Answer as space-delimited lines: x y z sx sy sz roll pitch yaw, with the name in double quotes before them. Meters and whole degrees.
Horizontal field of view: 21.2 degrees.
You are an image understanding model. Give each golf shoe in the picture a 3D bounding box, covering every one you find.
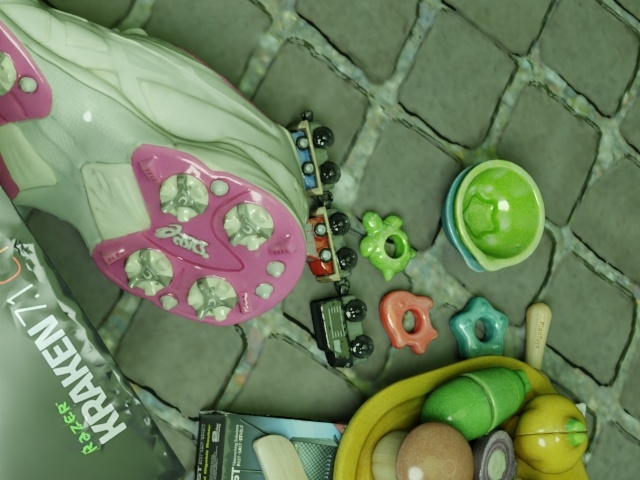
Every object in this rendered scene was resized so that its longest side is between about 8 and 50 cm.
"golf shoe" -0.138 -0.074 0.930 0.306 0.115 0.140 34 32 -11

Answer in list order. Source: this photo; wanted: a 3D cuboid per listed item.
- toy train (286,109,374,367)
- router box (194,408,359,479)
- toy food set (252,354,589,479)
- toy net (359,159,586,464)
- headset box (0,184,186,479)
"toy train" 0.000 0.000 1.036 0.036 0.027 0.158 -11 91 -20
"router box" -0.027 0.162 0.993 0.092 0.038 0.122 8 80 -29
"toy food set" 0.082 0.141 0.995 0.218 0.071 0.128 -16 93 -31
"toy net" 0.113 0.071 1.082 0.122 0.045 0.232 -27 99 -31
"headset box" -0.253 0.082 0.789 0.283 0.131 0.246 -34 103 -15
